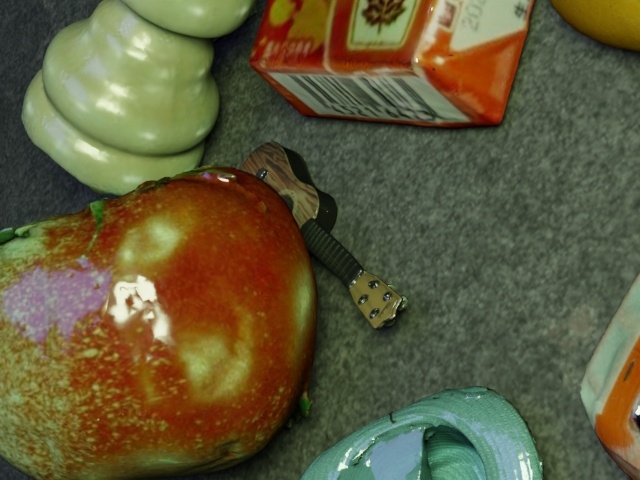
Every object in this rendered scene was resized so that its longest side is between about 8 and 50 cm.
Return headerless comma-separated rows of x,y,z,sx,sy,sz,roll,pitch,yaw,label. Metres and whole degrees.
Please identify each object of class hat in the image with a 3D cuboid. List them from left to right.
0.078,0.184,0.979,0.190,0.078,0.138,-20,68,19,hat

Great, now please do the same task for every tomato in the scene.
-0.140,0.079,1.101,0.303,0.303,0.239,-20,89,40,tomato

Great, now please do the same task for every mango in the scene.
0.217,-0.192,0.974,0.184,0.084,0.102,38,102,52,mango

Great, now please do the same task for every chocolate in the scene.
0.065,-0.221,1.126,0.237,0.108,0.235,10,80,49,chocolate

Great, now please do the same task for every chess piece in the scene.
-0.132,-0.214,1.213,0.330,0.182,0.182,-59,41,34,chess piece

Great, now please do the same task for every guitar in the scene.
0.002,0.001,1.151,0.084,0.038,0.271,-59,40,12,guitar

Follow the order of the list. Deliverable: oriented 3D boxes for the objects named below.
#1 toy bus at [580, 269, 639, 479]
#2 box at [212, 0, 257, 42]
0.259,0.038,0.821,0.265,0.121,0.120,-62,34,9,toy bus
-0.147,-0.310,1.395,0.129,0.086,0.225,-28,56,36,box
